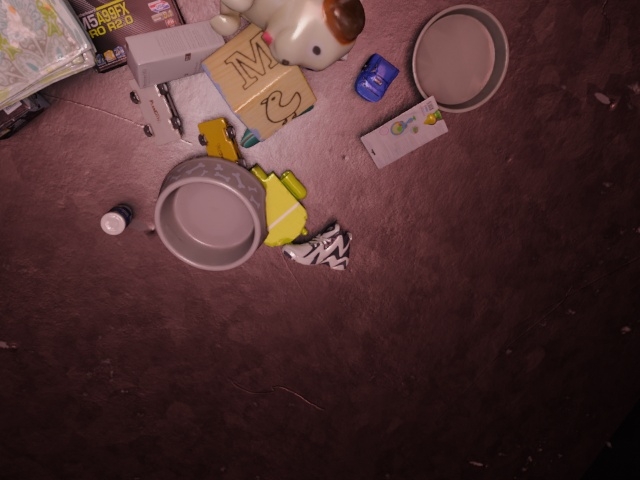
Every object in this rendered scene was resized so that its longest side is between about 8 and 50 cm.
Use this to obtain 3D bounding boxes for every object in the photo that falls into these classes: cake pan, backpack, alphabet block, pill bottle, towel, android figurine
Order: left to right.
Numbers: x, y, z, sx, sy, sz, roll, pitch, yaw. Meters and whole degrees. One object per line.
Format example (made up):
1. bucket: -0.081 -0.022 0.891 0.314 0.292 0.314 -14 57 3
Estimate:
1. towel: -0.737 -0.511 1.042 0.320 0.090 0.375 -27 111 1
2. pill bottle: -0.588 -0.064 1.355 0.066 0.120 0.067 -2 109 -7
3. alphabet block: -0.157 -0.415 1.225 0.197 0.192 0.194 -36 73 6
4. android figurine: -0.152 -0.096 1.439 0.248 0.056 0.273 -41 109 7
5. backpack: 0.155 -0.461 1.335 0.097 0.101 0.120 33 105 -10
6. cake pan: 0.404 -0.528 1.369 0.292 0.054 0.294 -2 109 -7

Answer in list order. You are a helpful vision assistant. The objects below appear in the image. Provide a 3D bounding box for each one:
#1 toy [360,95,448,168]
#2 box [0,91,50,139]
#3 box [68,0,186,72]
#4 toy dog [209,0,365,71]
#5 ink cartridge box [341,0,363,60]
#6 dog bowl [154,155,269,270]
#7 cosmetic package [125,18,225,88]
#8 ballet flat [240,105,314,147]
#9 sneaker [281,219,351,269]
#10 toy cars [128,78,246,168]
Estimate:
1. toy: 0.249 -0.330 1.405 0.237 0.056 0.137 -26 132 16
2. box: -0.862 -0.402 1.192 0.163 0.142 0.247 -35 111 3
3. box: -0.508 -0.590 1.218 0.269 0.060 0.217 -21 111 -1
4. toy dog: -0.075 -0.562 1.001 0.395 0.284 0.408 -31 99 -31
5. ink cartridge box: 0.034 -0.623 1.204 0.121 0.211 0.290 12 108 -13
6. dog bowl: -0.316 -0.062 1.353 0.347 0.102 0.349 3 122 4
7. cosmetic package: -0.370 -0.479 1.197 0.230 0.117 0.086 -26 87 -22
8. ballet flat: -0.139 -0.362 1.348 0.247 0.083 0.087 -31 86 3
9. sneaker: 0.000 0.000 1.466 0.234 0.094 0.153 13 101 -22
10. toy cars: -0.363 -0.316 1.322 0.393 0.087 0.177 32 113 -12
